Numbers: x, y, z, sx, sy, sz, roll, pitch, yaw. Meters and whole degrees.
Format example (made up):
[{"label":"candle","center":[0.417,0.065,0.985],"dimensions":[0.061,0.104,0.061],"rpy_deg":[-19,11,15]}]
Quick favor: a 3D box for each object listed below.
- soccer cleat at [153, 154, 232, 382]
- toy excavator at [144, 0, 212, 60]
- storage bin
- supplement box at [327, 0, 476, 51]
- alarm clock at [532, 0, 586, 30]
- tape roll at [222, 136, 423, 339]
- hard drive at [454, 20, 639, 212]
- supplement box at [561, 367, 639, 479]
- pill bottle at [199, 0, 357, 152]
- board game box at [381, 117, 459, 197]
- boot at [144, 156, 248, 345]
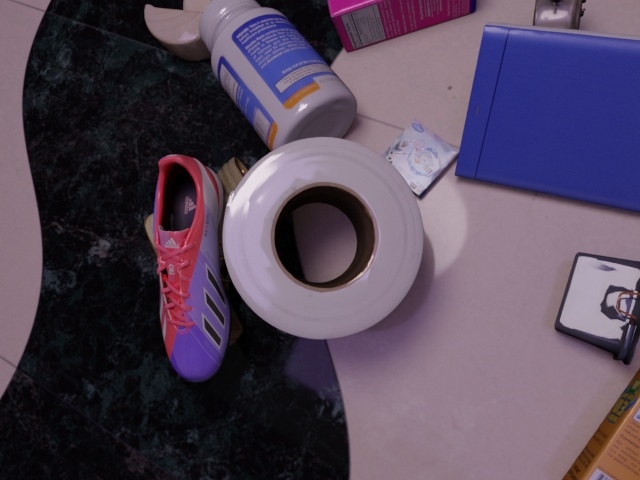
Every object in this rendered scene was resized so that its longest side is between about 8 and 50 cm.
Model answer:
[{"label":"soccer cleat","center":[-0.189,0.038,0.664],"dimensions":[0.108,0.116,0.318],"rpy_deg":[-3,82,6]},{"label":"toy excavator","center":[-0.279,-0.613,0.862],"dimensions":[0.445,0.222,0.433],"rpy_deg":[35,93,10]},{"label":"storage bin","center":[0.362,0.079,0.612],"dimensions":[0.091,0.098,0.135],"rpy_deg":[16,86,28]},{"label":"supplement box","center":[0.122,-0.401,0.745],"dimensions":[0.220,0.114,0.111],"rpy_deg":[-12,79,13]},{"label":"alarm clock","center":[0.312,-0.290,0.629],"dimensions":[0.064,0.192,0.129],"rpy_deg":[8,84,28]},{"label":"tape roll","center":[0.000,0.000,0.647],"dimensions":[0.246,0.169,0.246],"rpy_deg":[0,88,-4]},{"label":"hard drive","center":[0.352,-0.149,0.608],"dimensions":[0.318,0.040,0.210],"rpy_deg":[15,129,18]},{"label":"supplement box","center":[0.388,0.244,0.581],"dimensions":[0.080,0.078,0.233],"rpy_deg":[36,92,21]},{"label":"pill bottle","center":[-0.078,-0.266,0.761],"dimensions":[0.152,0.152,0.272],"rpy_deg":[-38,73,7]},{"label":"board game box","center":[0.150,-0.128,0.740],"dimensions":[0.090,0.020,0.090],"rpy_deg":[44,95,18]},{"label":"boot","center":[-0.146,0.014,0.768],"dimensions":[0.203,0.095,0.262],"rpy_deg":[-35,71,7]}]
